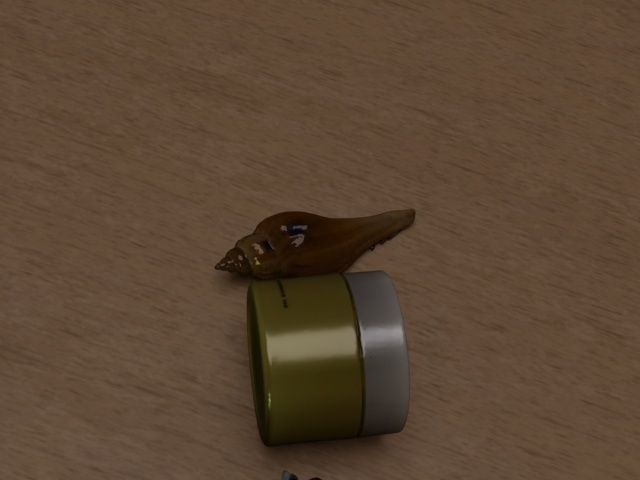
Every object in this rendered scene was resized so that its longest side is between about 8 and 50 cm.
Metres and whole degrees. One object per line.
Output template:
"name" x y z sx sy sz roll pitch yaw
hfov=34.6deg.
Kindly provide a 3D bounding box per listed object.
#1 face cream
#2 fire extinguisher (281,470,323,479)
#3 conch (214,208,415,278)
"face cream" 0.003 0.153 1.349 0.179 0.218 0.218 -5 63 -9
"fire extinguisher" 0.035 0.378 1.304 0.269 0.105 0.105 26 62 6
"conch" 0.000 -0.003 1.504 0.330 0.093 0.109 -17 59 -17
